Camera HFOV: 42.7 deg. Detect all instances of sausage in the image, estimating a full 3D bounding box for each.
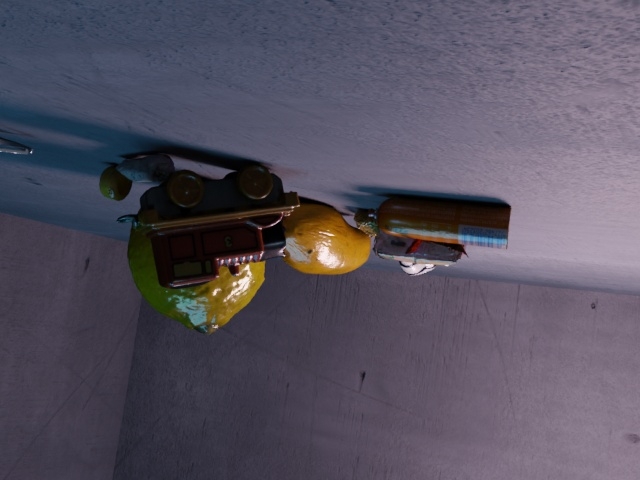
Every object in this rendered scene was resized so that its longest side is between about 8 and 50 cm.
[{"bbox_3d":[0.255,-0.042,1.788,0.312,0.093,0.093,6,174,16],"label":"sausage"}]

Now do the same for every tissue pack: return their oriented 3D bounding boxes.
[{"bbox_3d":[0.250,-0.005,2.009,0.215,0.123,0.257,7,-176,12],"label":"tissue pack"}]

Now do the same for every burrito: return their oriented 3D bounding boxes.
[{"bbox_3d":[-0.372,-0.152,1.745,0.064,0.064,0.203,12,174,-36],"label":"burrito"}]

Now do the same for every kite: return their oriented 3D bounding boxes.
[{"bbox_3d":[0.244,-0.019,1.845,0.232,0.009,0.189,19,-138,28],"label":"kite"}]

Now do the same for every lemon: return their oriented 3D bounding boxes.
[{"bbox_3d":[-0.298,0.039,2.006,0.350,0.387,0.350,-5,160,-2],"label":"lemon"}]

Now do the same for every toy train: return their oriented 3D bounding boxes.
[{"bbox_3d":[-0.226,-0.029,1.679,0.369,0.231,0.163,-8,-179,-21],"label":"toy train"}]

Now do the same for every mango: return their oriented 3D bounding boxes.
[{"bbox_3d":[-0.001,0.004,2.131,0.359,0.187,0.144,31,-171,-48],"label":"mango"}]

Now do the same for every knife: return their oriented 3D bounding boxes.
[{"bbox_3d":[-0.736,-0.208,1.714,0.278,0.053,0.123,6,178,27],"label":"knife"}]

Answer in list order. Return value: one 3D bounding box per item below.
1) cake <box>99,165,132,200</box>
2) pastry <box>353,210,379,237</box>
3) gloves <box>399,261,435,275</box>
[{"bbox_3d":[-0.481,-0.135,1.931,0.044,0.084,0.084,13,176,23],"label":"cake"},{"bbox_3d":[0.134,-0.045,2.121,0.080,0.056,0.140,-1,166,12],"label":"pastry"},{"bbox_3d":[0.289,0.016,2.269,0.140,0.131,0.218,10,144,1],"label":"gloves"}]
